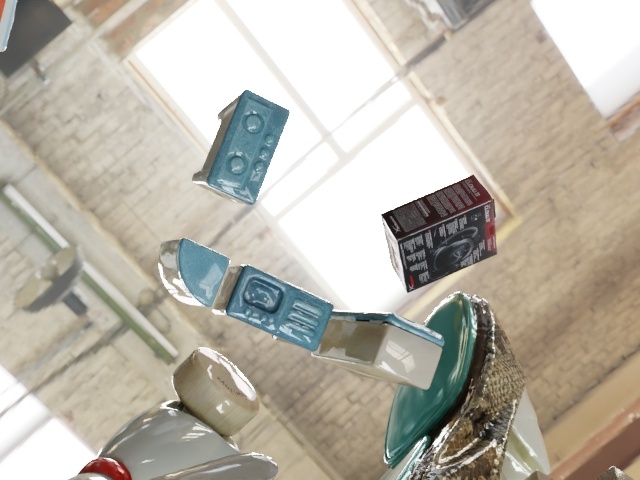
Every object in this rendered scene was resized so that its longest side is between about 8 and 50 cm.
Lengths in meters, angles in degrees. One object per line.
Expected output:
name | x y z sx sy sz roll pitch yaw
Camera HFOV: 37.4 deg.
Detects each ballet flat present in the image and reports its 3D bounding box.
ballet flat | 0.132 0.223 0.892 0.164 0.182 0.483 -50 -179 28

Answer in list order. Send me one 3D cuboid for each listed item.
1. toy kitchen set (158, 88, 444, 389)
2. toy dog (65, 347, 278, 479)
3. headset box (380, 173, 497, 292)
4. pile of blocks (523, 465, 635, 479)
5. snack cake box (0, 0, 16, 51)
toy kitchen set | 0.000 0.000 0.741 0.122 0.207 0.166 -4 -117 66
toy dog | -0.116 0.218 0.751 0.220 0.161 0.333 -50 179 27
headset box | 0.090 -0.006 0.684 0.083 0.062 0.032 -24 -131 -6
pile of blocks | 0.271 0.301 0.649 0.112 0.362 0.149 -51 156 26
snack cake box | -0.239 -0.261 0.550 0.089 0.152 0.264 12 -93 36
